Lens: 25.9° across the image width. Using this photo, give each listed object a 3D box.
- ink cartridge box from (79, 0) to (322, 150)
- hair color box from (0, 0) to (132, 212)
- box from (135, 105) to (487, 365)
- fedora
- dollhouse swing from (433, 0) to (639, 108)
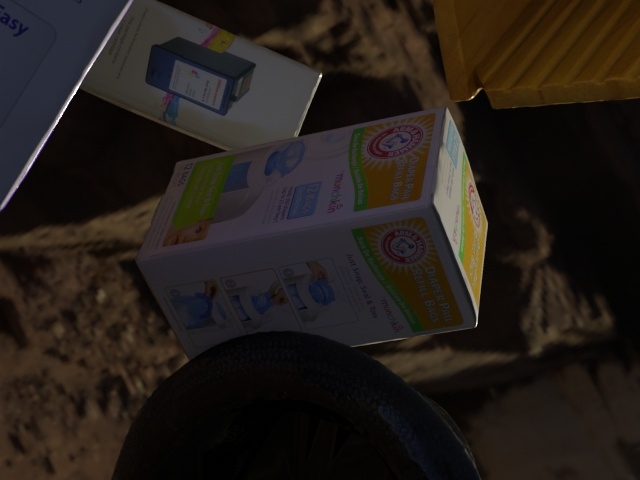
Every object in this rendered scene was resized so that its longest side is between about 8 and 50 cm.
[{"bbox_3d":[-0.117,-0.141,1.200,0.212,0.093,0.154,24,1,-7],"label":"ink cartridge box"},{"bbox_3d":[-0.185,-0.151,0.689,0.185,0.339,0.110,33,-6,-15],"label":"hair color box"},{"bbox_3d":[0.000,0.000,0.922,0.114,0.203,0.103,-75,148,-50],"label":"box"},{"bbox_3d":[0.007,0.211,0.962,0.152,0.334,0.334,-15,77,-55],"label":"fedora"},{"bbox_3d":[0.274,-0.352,1.402,0.315,0.346,0.305,-49,124,-33],"label":"dollhouse swing"}]
